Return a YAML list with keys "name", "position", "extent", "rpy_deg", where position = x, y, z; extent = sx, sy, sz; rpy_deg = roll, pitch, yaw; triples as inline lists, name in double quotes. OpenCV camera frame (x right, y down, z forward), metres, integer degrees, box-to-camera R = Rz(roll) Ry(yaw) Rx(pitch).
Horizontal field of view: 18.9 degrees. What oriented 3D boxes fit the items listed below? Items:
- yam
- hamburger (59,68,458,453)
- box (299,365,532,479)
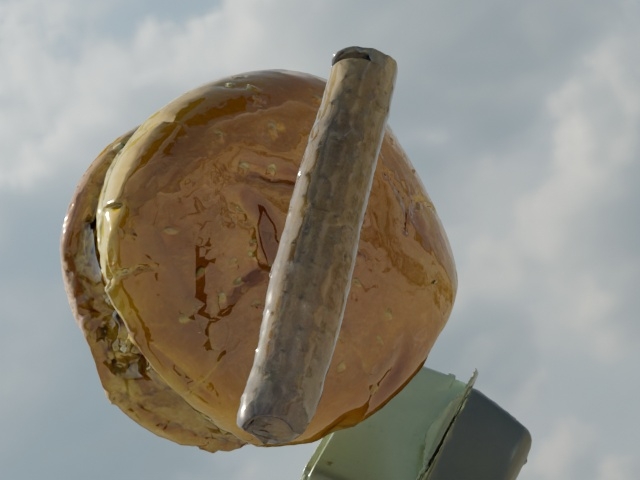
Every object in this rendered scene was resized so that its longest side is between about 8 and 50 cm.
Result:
- name: "yam"
  position: [0.000, 0.000, 1.081]
  extent: [0.046, 0.264, 0.046]
  rpy_deg: [10, -33, 7]
- name: "hamburger"
  position: [-0.039, 0.014, 1.504]
  extent: [0.314, 0.290, 0.170]
  rpy_deg: [-31, 3, -33]
- name: "box"
  position: [0.058, 0.260, 1.693]
  extent: [0.220, 0.166, 0.290]
  rpy_deg: [-54, -13, -48]
